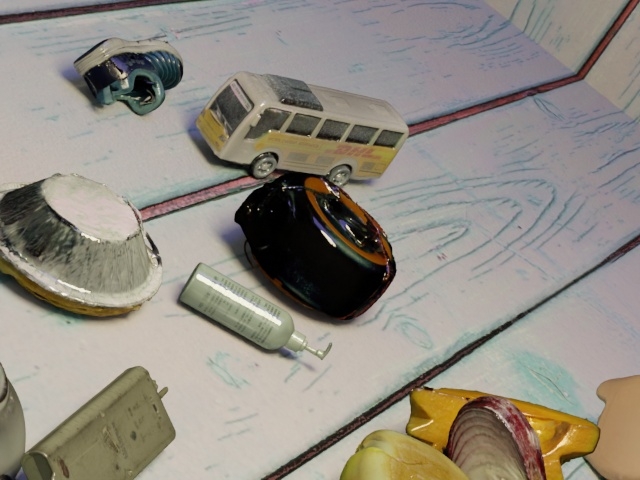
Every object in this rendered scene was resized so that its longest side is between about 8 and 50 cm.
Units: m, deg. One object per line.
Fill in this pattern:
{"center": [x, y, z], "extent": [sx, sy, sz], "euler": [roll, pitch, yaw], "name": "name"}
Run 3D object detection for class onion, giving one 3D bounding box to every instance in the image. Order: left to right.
{"center": [0.209, 0.278, 1.803], "extent": [0.151, 0.206, 0.098], "euler": [2, 10, 39], "name": "onion"}

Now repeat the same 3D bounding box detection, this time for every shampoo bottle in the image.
{"center": [-0.079, 0.098, 1.904], "extent": [0.195, 0.056, 0.056], "euler": [31, 26, -7], "name": "shampoo bottle"}

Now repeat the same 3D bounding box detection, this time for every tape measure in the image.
{"center": [0.000, 0.000, 2.066], "extent": [0.223, 0.135, 0.202], "euler": [43, 19, 7], "name": "tape measure"}

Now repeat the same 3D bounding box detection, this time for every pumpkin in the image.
{"center": [0.201, 0.256, 1.923], "extent": [0.254, 0.130, 0.149], "euler": [12, -1, -15], "name": "pumpkin"}

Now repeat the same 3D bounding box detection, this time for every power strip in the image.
{"center": [-0.213, 0.202, 1.561], "extent": [0.092, 0.034, 0.268], "euler": [66, 26, -9], "name": "power strip"}

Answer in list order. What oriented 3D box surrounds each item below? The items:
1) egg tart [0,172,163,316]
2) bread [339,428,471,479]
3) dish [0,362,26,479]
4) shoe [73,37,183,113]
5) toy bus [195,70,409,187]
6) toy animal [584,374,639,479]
{"center": [-0.286, -0.008, 1.807], "extent": [0.234, 0.094, 0.234], "euler": [24, 29, -14], "name": "egg tart"}
{"center": [0.100, 0.308, 1.695], "extent": [0.213, 0.105, 0.213], "euler": [29, 24, -14], "name": "bread"}
{"center": [-0.351, 0.159, 1.471], "extent": [0.246, 0.078, 0.224], "euler": [42, 26, 16], "name": "dish"}
{"center": [-0.267, -0.231, 2.227], "extent": [0.207, 0.091, 0.106], "euler": [-12, 74, -61], "name": "shoe"}
{"center": [-0.021, -0.163, 2.313], "extent": [0.342, 0.138, 0.097], "euler": [7, 39, -45], "name": "toy bus"}
{"center": [0.515, 0.300, 2.108], "extent": [0.256, 0.195, 0.213], "euler": [24, -11, -29], "name": "toy animal"}
